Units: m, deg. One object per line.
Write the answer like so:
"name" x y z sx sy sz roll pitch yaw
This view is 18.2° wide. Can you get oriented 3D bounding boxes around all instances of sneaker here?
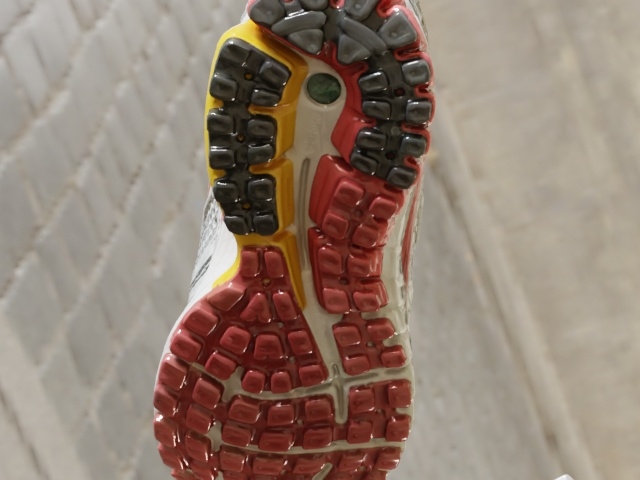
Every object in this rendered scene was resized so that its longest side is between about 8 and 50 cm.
"sneaker" 0.000 0.000 0.673 0.093 0.088 0.225 -77 180 -59

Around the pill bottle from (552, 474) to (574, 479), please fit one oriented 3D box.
"pill bottle" 0.054 0.137 0.760 0.065 0.116 0.065 58 11 -17
